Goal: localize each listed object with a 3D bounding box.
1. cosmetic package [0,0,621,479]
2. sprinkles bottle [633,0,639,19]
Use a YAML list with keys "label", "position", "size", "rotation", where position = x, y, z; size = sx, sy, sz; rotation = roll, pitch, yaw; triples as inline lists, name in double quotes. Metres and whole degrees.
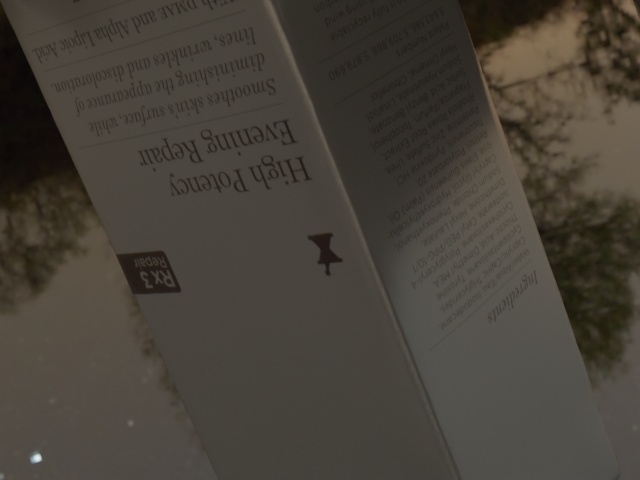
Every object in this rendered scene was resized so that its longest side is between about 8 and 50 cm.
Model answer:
- label: "cosmetic package"
  position: [0.000, 0.000, 0.412]
  size: [0.117, 0.231, 0.085]
  rotation: [-8, -160, 45]
- label: "sprinkles bottle"
  position: [0.146, -0.041, 0.300]
  size: [0.121, 0.121, 0.355]
  rotation: [-15, -146, 12]
